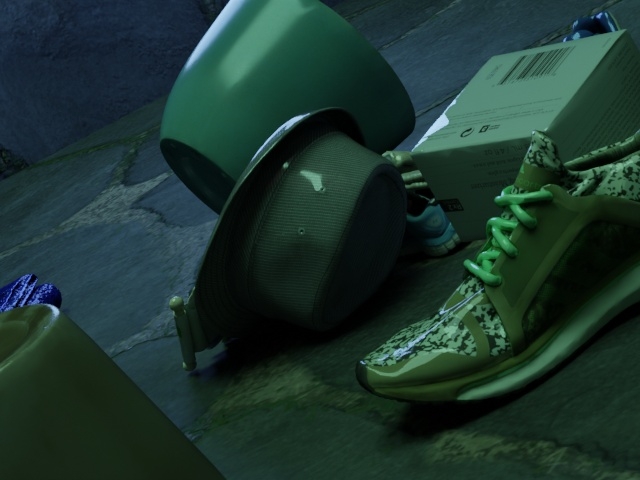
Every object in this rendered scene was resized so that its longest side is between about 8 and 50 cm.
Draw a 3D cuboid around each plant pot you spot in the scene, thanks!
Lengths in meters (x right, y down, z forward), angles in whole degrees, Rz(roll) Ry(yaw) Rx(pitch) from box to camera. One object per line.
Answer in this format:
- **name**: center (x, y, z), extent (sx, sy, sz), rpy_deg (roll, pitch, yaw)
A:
- **plant pot**: center (-0.218, 0.212, 1.427), extent (0.323, 0.280, 0.323), rpy_deg (-24, 15, 7)
- **plant pot**: center (-0.064, -0.150, 2.361), extent (0.235, 0.293, 0.293), rpy_deg (-50, 22, -17)

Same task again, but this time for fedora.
- **fedora**: center (0.000, 0.000, 1.954), extent (0.124, 0.244, 0.275), rpy_deg (24, 77, 30)

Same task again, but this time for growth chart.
- **growth chart**: center (-0.081, 0.043, 2.029), extent (0.021, 0.172, 0.237), rpy_deg (33, 60, 20)

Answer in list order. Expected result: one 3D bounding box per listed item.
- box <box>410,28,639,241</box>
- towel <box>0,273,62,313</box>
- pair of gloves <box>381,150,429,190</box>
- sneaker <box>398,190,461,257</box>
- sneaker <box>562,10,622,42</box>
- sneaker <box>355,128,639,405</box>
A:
- **box**: center (0.222, -0.103, 1.846), extent (0.181, 0.119, 0.182), rpy_deg (-8, 33, 46)
- **towel**: center (-0.473, 0.151, 2.419), extent (0.227, 0.076, 0.308), rpy_deg (-22, 16, 13)
- **pair of gloves**: center (0.134, -0.092, 2.155), extent (0.204, 0.042, 0.240), rpy_deg (-13, 7, -31)
- **sneaker**: center (0.100, -0.025, 2.047), extent (0.063, 0.073, 0.162), rpy_deg (-38, 19, -32)
- **sneaker**: center (0.291, -0.160, 2.064), extent (0.112, 0.131, 0.296), rpy_deg (-18, 19, 23)
- **sneaker**: center (0.193, -0.005, 1.623), extent (0.410, 0.182, 0.158), rpy_deg (-30, 16, -9)
